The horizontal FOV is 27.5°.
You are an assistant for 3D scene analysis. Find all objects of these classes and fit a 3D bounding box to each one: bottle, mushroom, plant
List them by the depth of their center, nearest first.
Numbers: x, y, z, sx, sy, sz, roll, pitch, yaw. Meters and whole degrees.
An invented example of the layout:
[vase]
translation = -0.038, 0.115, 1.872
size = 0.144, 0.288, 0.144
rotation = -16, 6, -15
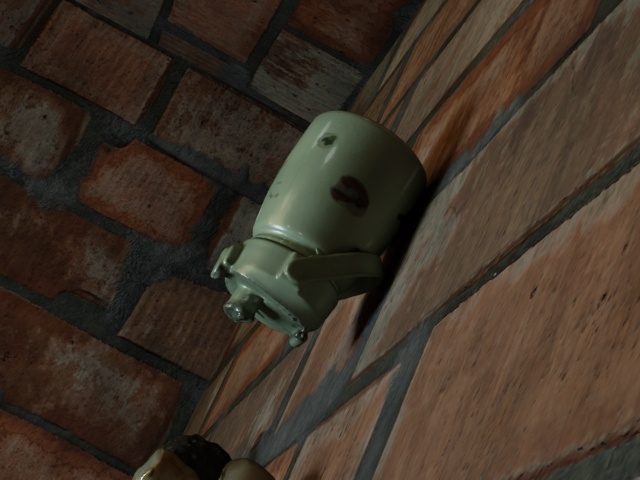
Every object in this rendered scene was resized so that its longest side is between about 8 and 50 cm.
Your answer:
[mushroom]
translation = -0.141, 0.369, 1.683
size = 0.206, 0.209, 0.206
rotation = -34, 43, 39
[bottle]
translation = 0.000, 0.000, 1.964
size = 0.351, 0.229, 0.229
rotation = -58, 4, -23
[plant]
translation = -0.241, 0.454, 2.169
size = 0.194, 0.182, 0.320
rotation = -53, 7, 23
